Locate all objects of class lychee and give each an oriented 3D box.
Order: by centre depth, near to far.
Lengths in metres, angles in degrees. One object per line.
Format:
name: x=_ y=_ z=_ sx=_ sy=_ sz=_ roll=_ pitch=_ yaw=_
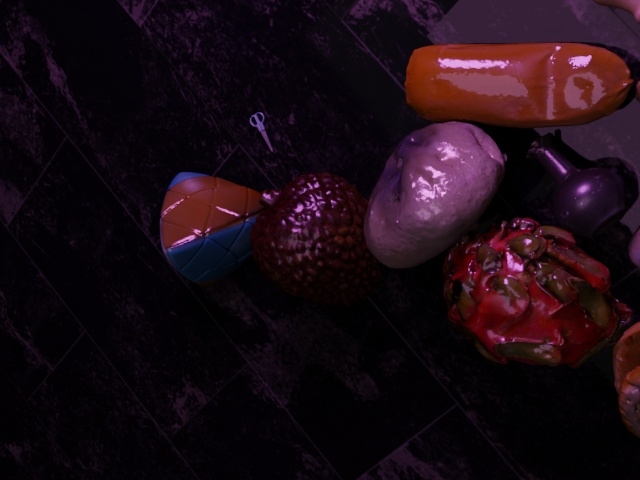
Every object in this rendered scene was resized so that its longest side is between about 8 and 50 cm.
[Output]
lychee: x=0.000 y=0.000 z=1.483 sx=0.271 sy=0.236 sz=0.236 roll=34 pitch=120 yaw=-11

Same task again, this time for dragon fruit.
dragon fruit: x=0.340 y=0.086 z=1.310 sx=0.302 sy=0.231 sz=0.237 roll=24 pitch=108 yaw=17

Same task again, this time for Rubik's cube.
Rubik's cube: x=-0.235 y=0.016 z=1.623 sx=0.254 sy=0.254 sz=0.254 roll=8 pitch=106 yaw=27

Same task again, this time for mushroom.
mushroom: x=0.532 y=0.014 z=1.286 sx=0.079 sy=0.085 sz=0.085 roll=34 pitch=127 yaw=-31

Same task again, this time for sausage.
sausage: x=0.315 y=-0.248 z=1.308 sx=0.354 sy=0.116 sz=0.134 roll=8 pitch=92 yaw=24

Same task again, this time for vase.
vase: x=0.401 y=-0.093 z=1.306 sx=0.120 sy=0.120 sz=0.183 roll=-49 pitch=64 yaw=29

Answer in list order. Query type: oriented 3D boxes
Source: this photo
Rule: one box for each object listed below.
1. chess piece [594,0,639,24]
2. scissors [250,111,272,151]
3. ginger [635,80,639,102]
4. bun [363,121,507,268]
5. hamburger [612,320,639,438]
chess piece: x=0.511 y=-0.327 z=1.184 sx=0.397 sy=0.117 sz=0.117 roll=42 pitch=119 yaw=16
scissors: x=-0.113 y=-0.212 z=1.616 sx=0.036 sy=0.006 sz=0.083 roll=-24 pitch=91 yaw=33
ginger: x=0.553 y=-0.149 z=1.235 sx=0.193 sy=0.052 sz=0.176 roll=21 pitch=106 yaw=22
bun: x=0.174 y=-0.083 z=1.343 sx=0.168 sy=0.273 sz=0.273 roll=39 pitch=120 yaw=-9
hamburger: x=0.596 y=0.209 z=1.221 sx=0.318 sy=0.158 sz=0.319 roll=6 pitch=121 yaw=10
